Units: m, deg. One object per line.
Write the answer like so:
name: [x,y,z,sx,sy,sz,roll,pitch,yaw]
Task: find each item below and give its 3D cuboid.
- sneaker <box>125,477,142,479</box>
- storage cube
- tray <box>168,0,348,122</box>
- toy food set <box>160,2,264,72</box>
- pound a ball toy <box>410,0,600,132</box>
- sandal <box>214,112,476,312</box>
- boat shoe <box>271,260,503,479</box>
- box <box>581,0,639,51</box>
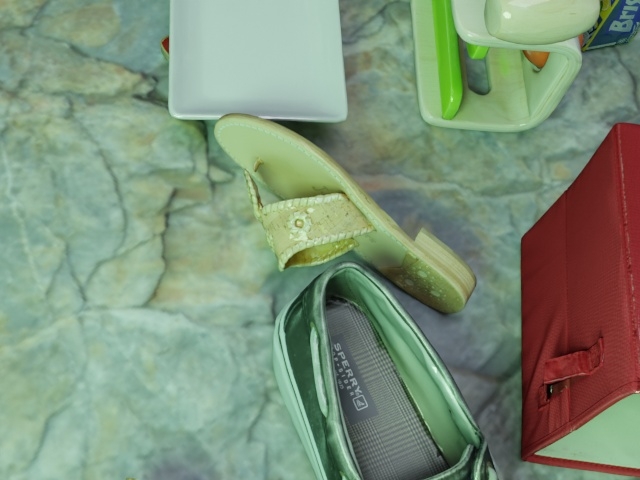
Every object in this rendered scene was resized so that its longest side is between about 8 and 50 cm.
sneaker: [-0.066,0.230,0.546,0.185,0.069,0.084,29,71,12]
storage cube: [0.260,0.055,0.618,0.215,0.183,0.193,10,62,-5]
tray: [-0.057,-0.213,0.757,0.145,0.030,0.270,0,66,-8]
toy food set: [-0.095,-0.187,0.768,0.078,0.019,0.122,39,66,10]
pound a ball toy: [0.166,-0.241,0.734,0.136,0.208,0.319,3,63,-8]
sandal: [0.002,-0.003,0.657,0.240,0.088,0.079,34,63,1]
boat shoe: [0.059,0.167,0.563,0.121,0.119,0.335,-24,70,-20]
box: [0.281,-0.245,0.777,0.059,0.169,0.054,-14,68,-15]
